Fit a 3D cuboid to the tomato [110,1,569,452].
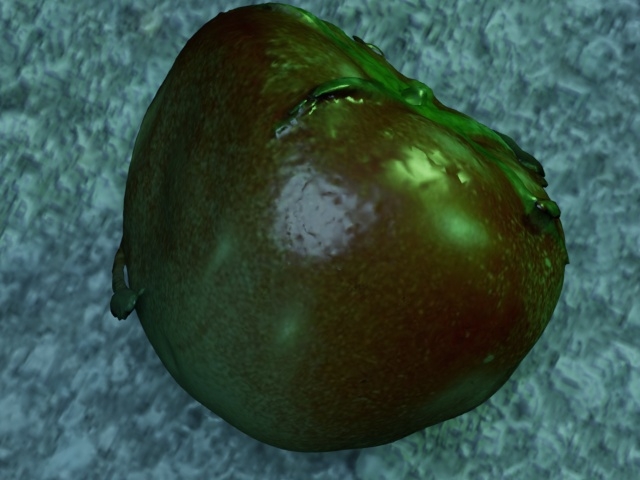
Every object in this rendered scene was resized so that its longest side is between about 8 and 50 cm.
[{"bbox_3d":[0.000,0.000,1.251,0.303,0.303,0.239,36,102,8],"label":"tomato"}]
